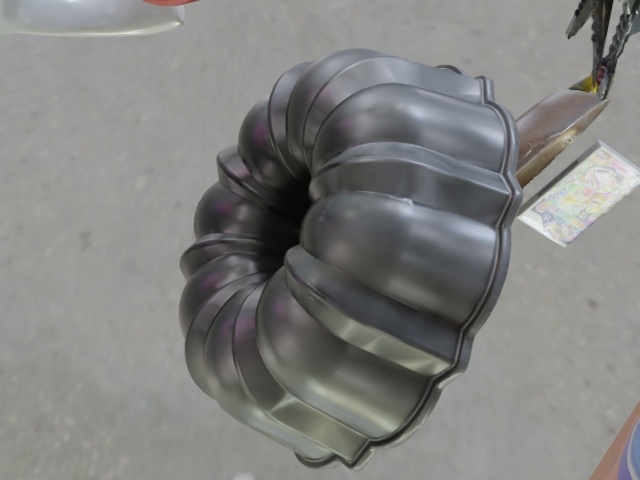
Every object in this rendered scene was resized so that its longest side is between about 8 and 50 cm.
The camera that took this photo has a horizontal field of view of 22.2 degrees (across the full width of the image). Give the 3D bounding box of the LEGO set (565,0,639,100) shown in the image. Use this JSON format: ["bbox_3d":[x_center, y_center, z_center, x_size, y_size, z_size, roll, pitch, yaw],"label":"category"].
[{"bbox_3d":[0.182,-0.241,0.727,0.192,0.255,0.331,8,65,-11],"label":"LEGO set"}]

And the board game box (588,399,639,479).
[{"bbox_3d":[0.305,0.246,0.809,0.356,0.356,0.356,30,105,0],"label":"board game box"}]

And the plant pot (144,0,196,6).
[{"bbox_3d":[-0.019,-0.212,0.671,0.174,0.191,0.191,-25,100,-22],"label":"plant pot"}]

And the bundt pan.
[{"bbox_3d":[0.000,0.000,1.218,0.124,0.331,0.331,22,98,-28],"label":"bundt pan"}]

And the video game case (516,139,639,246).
[{"bbox_3d":[0.278,-0.048,1.736,0.087,0.011,0.122,28,120,-39],"label":"video game case"}]

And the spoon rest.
[{"bbox_3d":[-0.216,-0.182,1.102,0.084,0.276,0.137,-21,71,36],"label":"spoon rest"}]

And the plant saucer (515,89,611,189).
[{"bbox_3d":[0.184,-0.063,1.760,0.310,0.310,0.050,-42,83,5],"label":"plant saucer"}]
